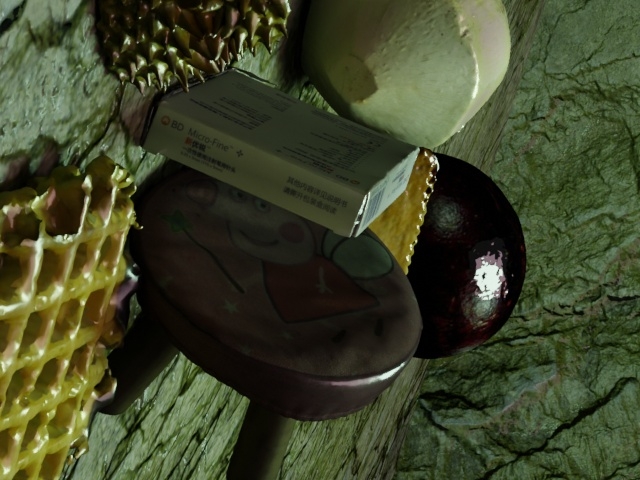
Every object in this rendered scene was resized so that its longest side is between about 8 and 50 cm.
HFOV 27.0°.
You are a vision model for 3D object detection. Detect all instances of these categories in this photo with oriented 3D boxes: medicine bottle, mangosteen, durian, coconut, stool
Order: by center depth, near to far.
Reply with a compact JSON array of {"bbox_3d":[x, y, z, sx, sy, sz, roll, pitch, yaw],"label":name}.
[{"bbox_3d":[-0.101,-0.193,0.987,0.252,0.144,0.139,80,-6,-54],"label":"durian"},{"bbox_3d":[-0.029,-0.083,1.158,0.171,0.201,0.052,-45,156,-65],"label":"medicine bottle"},{"bbox_3d":[-0.064,0.078,1.190,0.178,0.272,0.272,-59,175,34],"label":"stool"},{"bbox_3d":[0.092,-0.216,1.444,0.197,0.237,0.237,-34,-166,40],"label":"coconut"},{"bbox_3d":[0.119,0.017,1.815,0.297,0.313,0.297,-170,-90,-67],"label":"mangosteen"}]

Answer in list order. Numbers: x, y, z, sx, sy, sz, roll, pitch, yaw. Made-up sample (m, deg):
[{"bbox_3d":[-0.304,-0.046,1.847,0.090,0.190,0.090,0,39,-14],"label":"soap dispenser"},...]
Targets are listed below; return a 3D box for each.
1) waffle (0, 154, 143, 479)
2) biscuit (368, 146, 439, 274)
[{"bbox_3d":[-0.216,0.096,0.970,0.307,0.060,0.312,-54,160,-44],"label":"waffle"},{"bbox_3d":[0.000,0.000,1.440,0.013,0.232,0.237,-121,-141,-54],"label":"biscuit"}]
